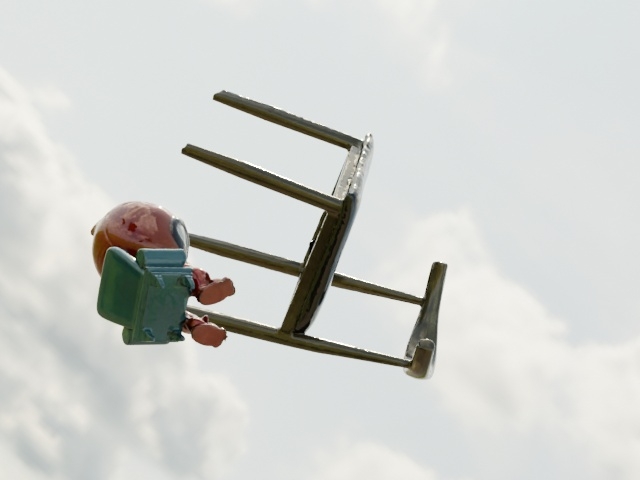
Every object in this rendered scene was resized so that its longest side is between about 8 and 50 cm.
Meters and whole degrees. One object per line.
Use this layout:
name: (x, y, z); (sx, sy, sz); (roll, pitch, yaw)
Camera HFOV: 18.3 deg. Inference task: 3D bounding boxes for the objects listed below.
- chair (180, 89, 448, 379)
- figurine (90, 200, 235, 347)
chair: (0.000, 0.000, 1.734); (0.272, 0.166, 0.188); (20, 23, -1)
figurine: (-0.115, 0.021, 1.320); (0.140, 0.075, 0.068); (45, -52, 55)
